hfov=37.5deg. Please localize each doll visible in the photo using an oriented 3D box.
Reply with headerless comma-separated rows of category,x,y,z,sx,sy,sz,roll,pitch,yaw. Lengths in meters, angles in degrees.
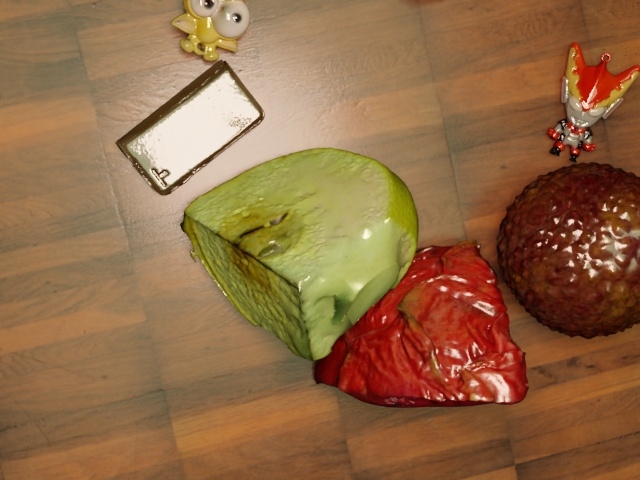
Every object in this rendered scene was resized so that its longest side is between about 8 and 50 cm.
doll,-0.123,-0.396,1.328,0.117,0.086,0.291,22,90,-25
doll,0.401,-0.204,1.429,0.109,0.057,0.169,22,104,8

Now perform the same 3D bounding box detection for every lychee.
lychee,0.387,0.010,1.349,0.261,0.260,0.260,0,94,-8

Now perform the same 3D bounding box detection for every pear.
pear,0.000,0.000,1.318,0.282,0.286,0.176,-40,139,-24

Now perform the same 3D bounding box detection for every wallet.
wallet,-0.185,-0.160,1.362,0.198,0.031,0.110,-38,98,-3

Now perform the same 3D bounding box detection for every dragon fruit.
dragon fruit,0.190,0.147,1.321,0.240,0.330,0.302,31,87,-30
